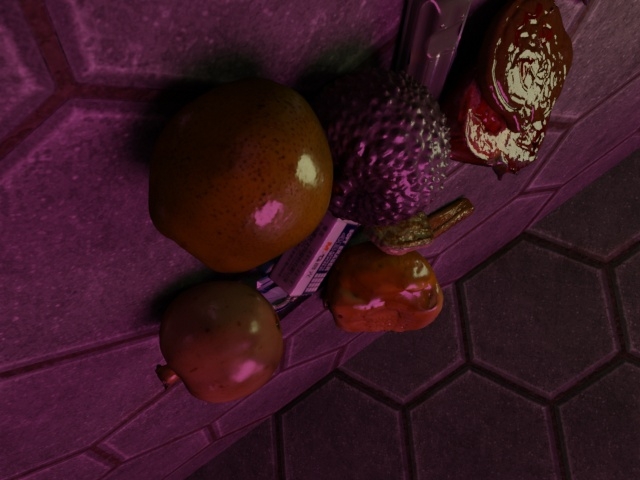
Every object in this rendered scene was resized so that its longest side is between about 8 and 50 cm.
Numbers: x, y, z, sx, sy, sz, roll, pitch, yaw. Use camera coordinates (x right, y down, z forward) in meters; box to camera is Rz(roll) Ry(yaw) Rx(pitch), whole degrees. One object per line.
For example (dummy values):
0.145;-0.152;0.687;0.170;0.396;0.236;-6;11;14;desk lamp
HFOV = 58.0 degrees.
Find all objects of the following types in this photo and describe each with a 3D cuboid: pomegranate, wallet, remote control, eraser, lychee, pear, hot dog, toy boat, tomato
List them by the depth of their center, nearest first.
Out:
-0.114;-0.099;0.875;0.294;0.294;0.294;-30;159;-13;pear
0.102;-0.166;1.025;0.300;0.300;0.300;-30;159;-13;lychee
0.206;-0.348;1.084;0.128;0.065;0.335;-27;158;-12;remote control
0.357;-0.291;1.264;0.309;0.170;0.309;-8;102;-38;tomato
-0.250;0.249;1.397;0.319;0.319;0.319;-30;159;-13;pomegranate
0.000;0.000;1.411;0.287;0.086;0.130;-57;152;12;eraser
-0.178;0.170;1.606;0.210;0.070;0.291;-29;162;8;toy boat
-0.118;0.203;1.828;0.318;0.045;0.172;-41;161;15;wallet
0.407;-0.058;2.008;0.289;0.083;0.068;-30;178;-11;hot dog

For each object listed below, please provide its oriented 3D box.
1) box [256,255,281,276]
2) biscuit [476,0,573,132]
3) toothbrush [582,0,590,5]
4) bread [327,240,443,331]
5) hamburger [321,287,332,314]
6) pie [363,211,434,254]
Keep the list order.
-0.045;0.019;1.539;0.229;0.041;0.162;-10;147;-49;box
0.419;-0.361;1.161;0.257;0.049;0.273;45;72;-35;biscuit
0.541;-0.563;1.177;0.031;0.023;0.321;-34;160;19;toothbrush
0.199;0.132;1.788;0.361;0.250;0.394;-2;160;5;bread
0.109;0.201;2.054;0.206;0.130;0.183;-30;162;-17;hamburger
0.221;-0.034;1.632;0.205;0.179;0.084;-17;149;-24;pie
